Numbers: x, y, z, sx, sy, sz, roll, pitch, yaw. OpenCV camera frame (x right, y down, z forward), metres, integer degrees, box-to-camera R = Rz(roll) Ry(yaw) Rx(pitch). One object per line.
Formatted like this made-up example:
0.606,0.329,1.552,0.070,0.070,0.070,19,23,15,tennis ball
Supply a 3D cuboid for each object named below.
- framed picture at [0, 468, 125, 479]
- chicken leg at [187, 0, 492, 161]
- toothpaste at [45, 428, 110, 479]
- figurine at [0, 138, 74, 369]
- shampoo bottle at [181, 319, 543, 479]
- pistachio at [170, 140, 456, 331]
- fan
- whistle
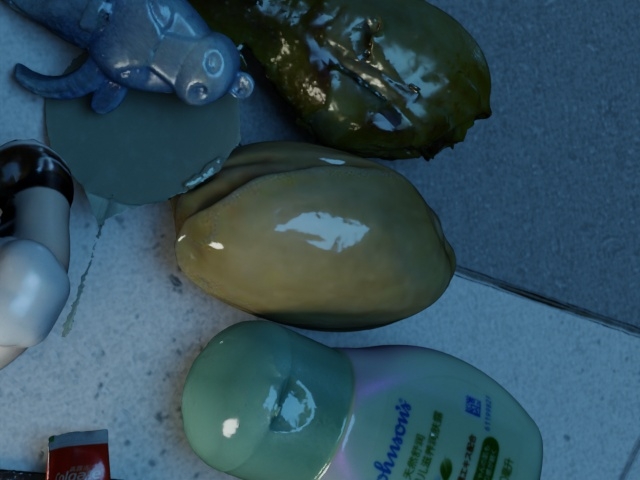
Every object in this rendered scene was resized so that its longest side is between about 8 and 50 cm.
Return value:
-0.293,0.361,1.666,0.244,0.013,0.324,9,82,-29,framed picture
-0.019,-0.203,1.811,0.429,0.152,0.201,26,61,-18,chicken leg
-0.209,0.319,1.688,0.075,0.048,0.301,-1,84,-27,toothpaste
-0.361,-0.018,1.552,0.323,0.196,0.320,31,80,-33,figurine
0.031,0.186,1.789,0.349,0.151,0.222,25,80,-25,shampoo bottle
0.000,0.000,1.782,0.293,0.162,0.181,10,124,-27,pistachio
-0.180,-0.050,1.707,0.182,0.010,0.310,16,66,4,fan
-0.179,-0.195,1.701,0.269,0.093,0.180,25,105,-3,whistle
